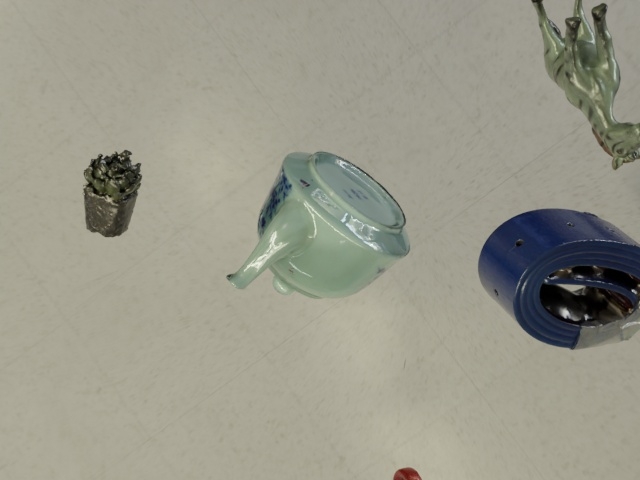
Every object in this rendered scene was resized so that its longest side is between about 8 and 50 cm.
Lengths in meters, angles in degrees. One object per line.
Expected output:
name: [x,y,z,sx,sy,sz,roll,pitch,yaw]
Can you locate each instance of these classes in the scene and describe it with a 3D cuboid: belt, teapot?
belt: [0.423,0.067,1.404,0.347,0.117,0.212,12,113,-34]
teapot: [0.000,0.000,0.870,0.159,0.232,0.158,1,93,31]

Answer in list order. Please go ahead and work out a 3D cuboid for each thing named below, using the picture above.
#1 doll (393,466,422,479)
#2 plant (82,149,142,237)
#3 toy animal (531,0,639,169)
doll: [0.111,0.421,0.913,0.160,0.183,0.362,-8,96,-24]
plant: [-0.343,-0.080,1.386,0.092,0.094,0.143,22,118,12]
toy animal: [0.339,-0.227,1.073,0.090,0.170,0.255,-14,54,6]
